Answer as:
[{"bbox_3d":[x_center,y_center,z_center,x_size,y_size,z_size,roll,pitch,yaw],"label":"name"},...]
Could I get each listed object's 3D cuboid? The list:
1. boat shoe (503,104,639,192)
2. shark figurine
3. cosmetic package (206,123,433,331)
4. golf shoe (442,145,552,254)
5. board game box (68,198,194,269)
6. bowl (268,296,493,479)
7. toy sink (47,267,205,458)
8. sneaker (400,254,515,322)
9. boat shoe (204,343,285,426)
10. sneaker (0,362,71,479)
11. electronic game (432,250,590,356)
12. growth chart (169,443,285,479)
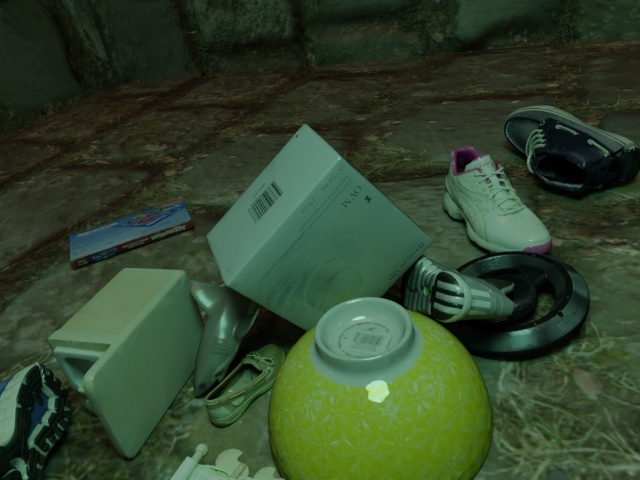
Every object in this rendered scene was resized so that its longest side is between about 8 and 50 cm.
[{"bbox_3d":[0.491,-0.204,1.167,0.158,0.127,0.340,-16,30,-24],"label":"boat shoe"},{"bbox_3d":[-0.146,0.083,0.845,0.116,0.166,0.278,27,37,-7],"label":"shark figurine"},{"bbox_3d":[0.000,0.000,0.789,0.224,0.224,0.138,-48,38,9],"label":"cosmetic package"},{"bbox_3d":[0.315,-0.076,1.005,0.115,0.140,0.306,-16,31,-11],"label":"golf shoe"},{"bbox_3d":[-0.452,-0.020,1.287,0.281,0.027,0.145,-20,32,-15],"label":"board game box"},{"bbox_3d":[0.062,0.165,0.663,0.289,0.156,0.289,-8,30,5],"label":"bowl"},{"bbox_3d":[-0.285,0.168,0.784,0.131,0.153,0.234,1,33,20],"label":"toy sink"},{"bbox_3d":[0.204,0.078,0.780,0.132,0.086,0.229,9,7,-9],"label":"sneaker"},{"bbox_3d":[-0.106,0.196,0.775,0.056,0.048,0.153,13,38,36],"label":"boat shoe"},{"bbox_3d":[-0.425,0.303,0.660,0.147,0.130,0.330,-25,26,6],"label":"sneaker"},{"bbox_3d":[0.283,0.089,0.821,0.229,0.048,0.229,-16,30,9],"label":"electronic game"},{"bbox_3d":[-0.075,0.307,0.545,0.237,0.021,0.172,20,33,23],"label":"growth chart"}]
